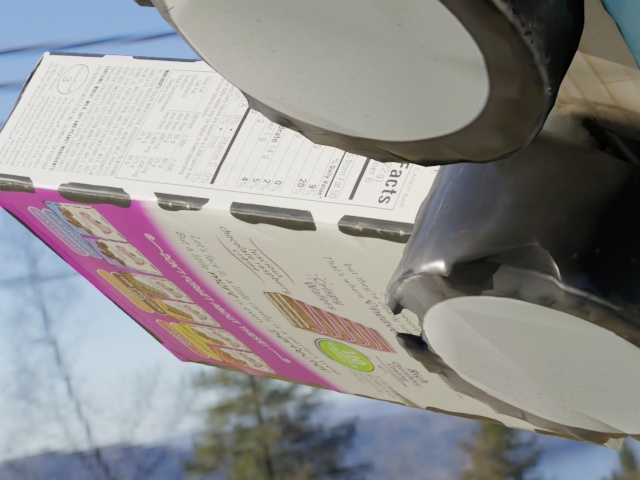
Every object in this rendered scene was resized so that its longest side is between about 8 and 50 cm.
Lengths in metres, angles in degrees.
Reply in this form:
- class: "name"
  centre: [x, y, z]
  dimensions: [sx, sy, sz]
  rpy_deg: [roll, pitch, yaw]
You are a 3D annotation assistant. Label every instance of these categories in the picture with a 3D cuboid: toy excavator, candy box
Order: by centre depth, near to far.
- class: "toy excavator"
  centre: [0.243, -0.042, 0.432]
  dimensions: [0.445, 0.222, 0.433]
  rpy_deg: [4, -31, 37]
- class: "candy box"
  centre: [0.000, 0.000, 0.678]
  dimensions: [0.233, 0.071, 0.159]
  rpy_deg: [9, -26, 38]
